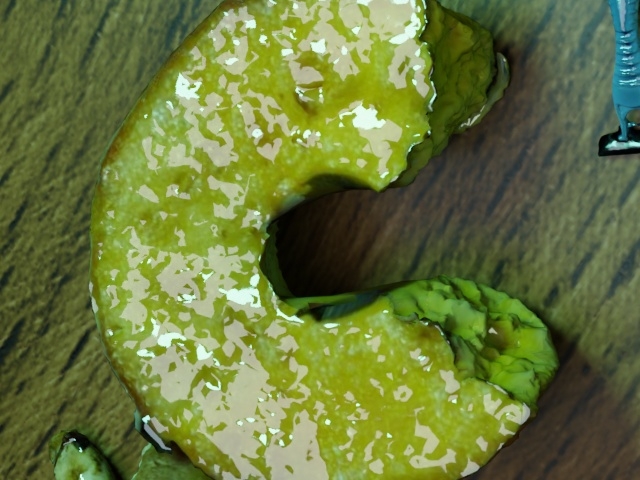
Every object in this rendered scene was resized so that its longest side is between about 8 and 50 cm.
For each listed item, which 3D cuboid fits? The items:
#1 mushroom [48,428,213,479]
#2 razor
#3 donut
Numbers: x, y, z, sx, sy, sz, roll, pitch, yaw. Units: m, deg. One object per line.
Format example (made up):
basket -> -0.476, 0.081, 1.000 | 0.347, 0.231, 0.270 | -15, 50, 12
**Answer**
mushroom -> -0.106, 0.264, 1.700 | 0.208, 0.301, 0.233 | -15, 95, -17
razor -> 0.245, -0.192, 1.485 | 0.082, 0.042, 0.253 | -2, 100, 26
donut -> 0.000, 0.000, 1.554 | 0.377, 0.163, 0.435 | -6, 96, 22
